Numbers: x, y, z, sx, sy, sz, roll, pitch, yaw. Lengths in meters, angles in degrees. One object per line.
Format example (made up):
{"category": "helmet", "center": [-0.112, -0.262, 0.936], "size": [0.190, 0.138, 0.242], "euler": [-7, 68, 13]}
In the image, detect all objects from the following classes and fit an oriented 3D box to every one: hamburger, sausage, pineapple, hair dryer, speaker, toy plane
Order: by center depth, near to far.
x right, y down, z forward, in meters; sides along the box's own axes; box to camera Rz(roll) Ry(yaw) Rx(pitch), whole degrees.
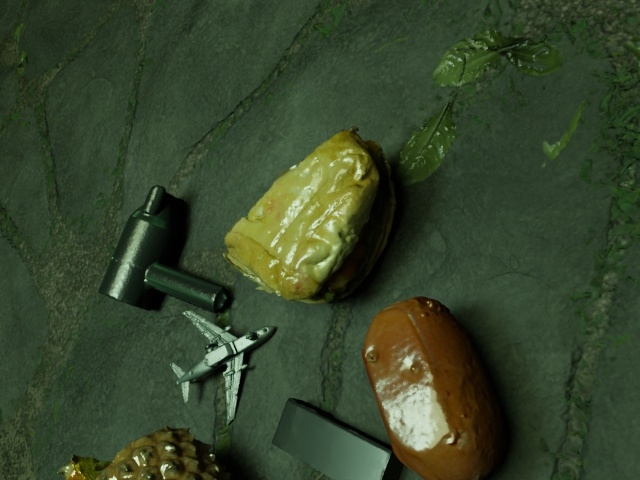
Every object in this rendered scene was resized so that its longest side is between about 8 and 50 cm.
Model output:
{"category": "sausage", "center": [0.152, 0.206, 1.054], "size": [0.153, 0.141, 0.268], "euler": [-36, 53, 25]}
{"category": "speaker", "center": [0.025, 0.316, 1.183], "size": [0.218, 0.044, 0.082], "euler": [15, 82, 42]}
{"category": "pineapple", "center": [-0.182, 0.471, 1.206], "size": [0.357, 0.223, 0.223], "euler": [39, 99, 25]}
{"category": "hamburger", "center": [0.000, 0.001, 1.257], "size": [0.330, 0.162, 0.209], "euler": [-39, 54, 19]}
{"category": "toy plane", "center": [-0.176, 0.209, 1.390], "size": [0.226, 0.058, 0.226], "euler": [-35, 69, 25]}
{"category": "pineapple", "center": [-0.379, 0.472, 1.391], "size": [0.186, 0.236, 0.114], "euler": [-21, 51, -14]}
{"category": "hair dryer", "center": [-0.278, 0.035, 1.534], "size": [0.302, 0.116, 0.244], "euler": [18, 84, 32]}
